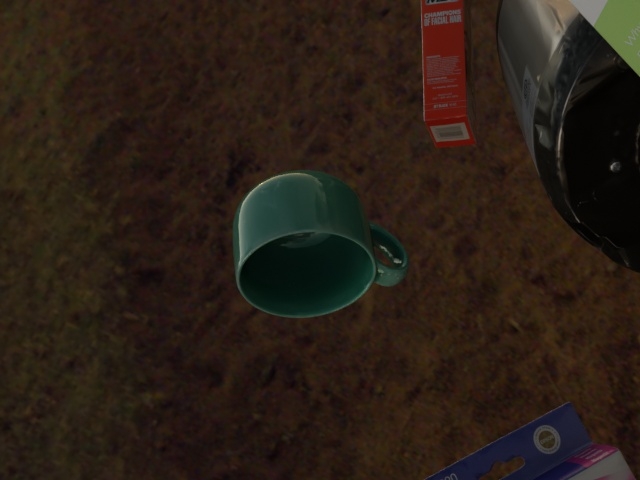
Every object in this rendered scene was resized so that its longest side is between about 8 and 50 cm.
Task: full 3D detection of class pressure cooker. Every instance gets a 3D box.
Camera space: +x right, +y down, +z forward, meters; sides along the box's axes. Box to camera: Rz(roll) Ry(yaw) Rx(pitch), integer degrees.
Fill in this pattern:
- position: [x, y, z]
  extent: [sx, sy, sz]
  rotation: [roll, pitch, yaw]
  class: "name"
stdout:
- position: [0.372, -0.208, 1.052]
  extent: [0.369, 0.376, 0.420]
  rotation: [-55, 18, 27]
  class: "pressure cooker"

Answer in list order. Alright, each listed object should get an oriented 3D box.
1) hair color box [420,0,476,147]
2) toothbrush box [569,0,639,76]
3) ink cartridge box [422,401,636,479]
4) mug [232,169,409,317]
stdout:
- position: [0.150, -0.203, 1.169]
  extent: [0.053, 0.093, 0.167]
  rotation: [-5, 74, 14]
  class: "hair color box"
- position: [0.296, -0.121, 0.557]
  extent: [0.283, 0.206, 0.122]
  rotation: [58, 147, 30]
  class: "toothbrush box"
- position: [0.325, 0.434, 1.421]
  extent: [0.330, 0.324, 0.071]
  rotation: [62, 158, 11]
  class: "ink cartridge box"
- position: [-0.009, 0.002, 0.955]
  extent: [0.129, 0.158, 0.097]
  rotation: [-31, 46, 24]
  class: "mug"
